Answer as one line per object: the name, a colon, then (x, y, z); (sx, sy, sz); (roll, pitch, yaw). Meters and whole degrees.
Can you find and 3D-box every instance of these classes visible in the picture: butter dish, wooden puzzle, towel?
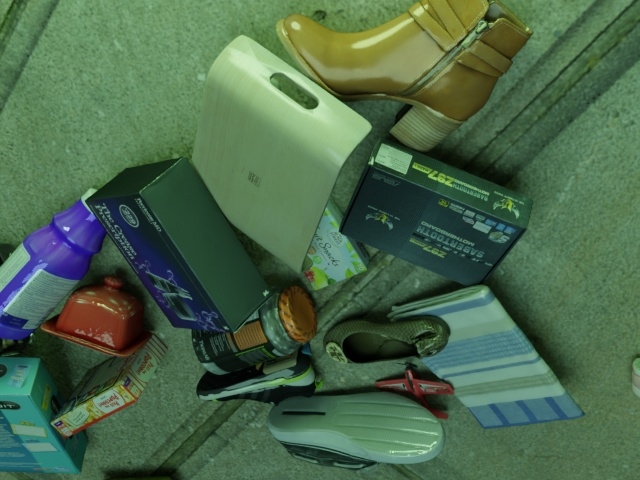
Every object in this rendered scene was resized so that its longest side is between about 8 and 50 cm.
butter dish: (-0.369, 0.117, 1.370); (0.160, 0.160, 0.118); (19, 100, 3)
wooden puzzle: (-0.068, 0.190, 1.364); (0.116, 0.078, 0.014); (-25, 127, 18)
towel: (0.260, 0.191, 1.270); (0.209, 0.034, 0.285); (-22, 115, 47)

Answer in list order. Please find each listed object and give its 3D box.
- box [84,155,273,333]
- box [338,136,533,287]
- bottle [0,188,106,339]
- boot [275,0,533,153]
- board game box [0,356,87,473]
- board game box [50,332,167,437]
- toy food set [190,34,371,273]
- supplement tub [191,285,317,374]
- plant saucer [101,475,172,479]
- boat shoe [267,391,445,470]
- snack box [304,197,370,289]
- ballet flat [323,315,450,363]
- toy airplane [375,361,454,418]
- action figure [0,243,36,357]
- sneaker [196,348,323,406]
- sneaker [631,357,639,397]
box: (-0.219, 0.012, 1.234); (0.184, 0.103, 0.261); (-5, 123, 47)
box: (0.158, -0.033, 1.142); (0.233, 0.059, 0.183); (23, 148, 0)
bottle: (-0.443, 0.038, 1.306); (0.283, 0.118, 0.092); (-47, 65, 8)
boot: (0.106, -0.259, 1.020); (0.283, 0.109, 0.220); (35, 123, -10)
board game box: (-0.610, 0.334, 1.504); (0.254, 0.079, 0.336); (1, 141, 2)
board game box: (-0.381, 0.262, 1.444); (0.193, 0.147, 0.045); (-30, 110, 28)
toy food set: (-0.064, -0.108, 1.120); (0.220, 0.092, 0.306); (37, 143, 12)
supplement tub: (-0.108, 0.145, 1.321); (0.190, 0.117, 0.117); (-20, 114, 24)
plant saucer: (-0.361, 0.562, 1.685); (0.188, 0.045, 0.188); (-7, 119, 18)
boat shoe: (0.069, 0.342, 1.404); (0.335, 0.121, 0.119); (1, 135, 32)
snack box: (0.000, 0.000, 1.251); (0.100, 0.037, 0.141); (-24, 112, 25)
ballet flat: (0.096, 0.169, 1.288); (0.250, 0.058, 0.084); (-11, 124, 40)
toy airplane: (0.173, 0.267, 1.374); (0.151, 0.028, 0.151); (17, 130, 22)
action figure: (-0.607, 0.144, 1.430); (0.099, 0.185, 0.285); (49, 132, 37)
sneaker: (-0.110, 0.264, 1.414); (0.235, 0.084, 0.097); (-14, 118, 21)
sneaker: (0.552, 0.226, 1.244); (0.134, 0.051, 0.070); (7, 124, 14)
